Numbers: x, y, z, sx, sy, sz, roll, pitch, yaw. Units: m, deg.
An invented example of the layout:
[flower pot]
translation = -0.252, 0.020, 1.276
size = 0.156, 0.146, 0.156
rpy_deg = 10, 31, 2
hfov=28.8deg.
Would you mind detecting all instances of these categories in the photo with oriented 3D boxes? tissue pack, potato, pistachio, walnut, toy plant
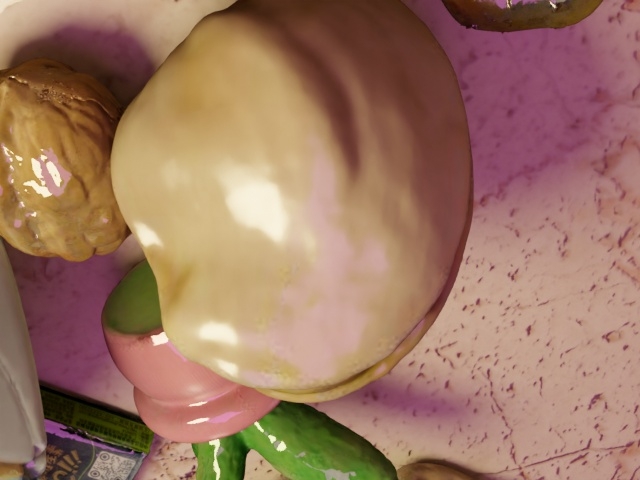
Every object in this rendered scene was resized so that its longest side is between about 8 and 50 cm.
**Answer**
[tissue pack]
translation = -0.364, 0.285, 1.677
size = 0.235, 0.073, 0.173
rpy_deg = 22, 121, -17
[potato]
translation = 0.219, -0.267, 1.304
size = 0.188, 0.085, 0.105
rpy_deg = -7, 124, 8
[pistachio]
translation = -0.028, -0.061, 1.264
size = 0.365, 0.281, 0.445
rpy_deg = 4, 83, 9
[walnut]
translation = -0.291, -0.085, 1.348
size = 0.198, 0.198, 0.245
rpy_deg = -12, 135, 6
[toy plant]
translation = -0.099, 0.182, 1.510
size = 0.317, 0.210, 0.356
rpy_deg = 4, 128, 37

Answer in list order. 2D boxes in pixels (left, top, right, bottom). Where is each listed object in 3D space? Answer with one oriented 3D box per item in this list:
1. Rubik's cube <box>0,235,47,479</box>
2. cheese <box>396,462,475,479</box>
[Rubik's cube]
translation = -0.524, 0.176, 1.339
size = 0.352, 0.347, 0.351
rpy_deg = 0, 149, -32
[cheese]
translation = 0.159, 0.416, 1.700
size = 0.235, 0.218, 0.117
rpy_deg = -24, 145, -41
